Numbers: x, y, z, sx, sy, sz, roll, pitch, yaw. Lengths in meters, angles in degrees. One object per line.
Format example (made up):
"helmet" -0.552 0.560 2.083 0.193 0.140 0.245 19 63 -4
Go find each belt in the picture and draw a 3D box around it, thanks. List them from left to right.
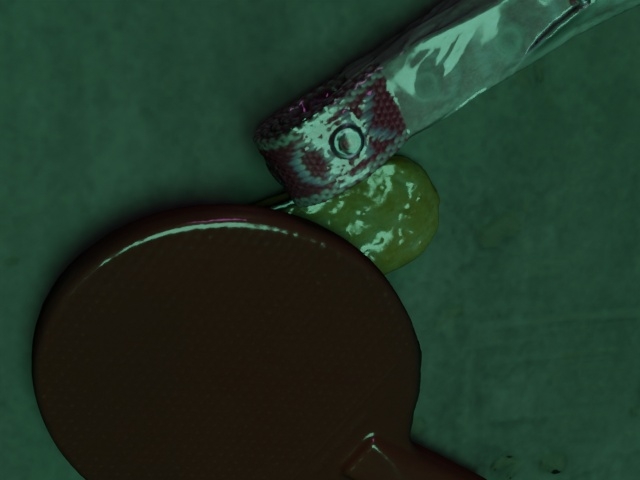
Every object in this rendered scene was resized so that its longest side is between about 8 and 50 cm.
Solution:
"belt" 0.071 -0.099 0.658 0.232 0.071 0.053 -32 109 0

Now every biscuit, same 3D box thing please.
"biscuit" 0.000 0.000 0.701 0.147 0.018 0.071 -23 118 -10

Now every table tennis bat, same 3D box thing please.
"table tennis bat" -0.018 0.096 0.711 0.310 0.038 0.200 33 107 -29
